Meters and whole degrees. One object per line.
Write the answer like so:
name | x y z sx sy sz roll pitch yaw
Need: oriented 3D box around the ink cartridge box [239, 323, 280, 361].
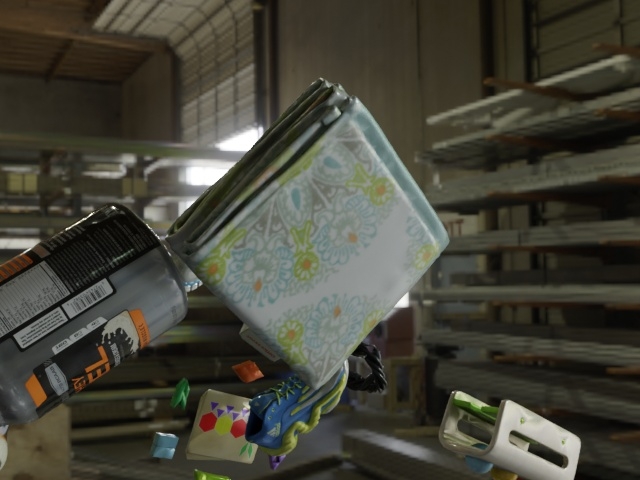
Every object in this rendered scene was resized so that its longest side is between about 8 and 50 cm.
ink cartridge box | -0.104 0.222 2.169 0.127 0.072 0.175 41 -47 -19

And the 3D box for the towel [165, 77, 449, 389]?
towel | 0.000 0.000 1.199 0.090 0.320 0.374 37 -11 50

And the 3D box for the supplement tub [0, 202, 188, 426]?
supplement tub | -0.348 0.104 1.099 0.316 0.194 0.193 -34 12 -24

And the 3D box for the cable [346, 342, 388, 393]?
cable | 0.066 0.258 1.788 0.184 0.151 0.047 0 37 44

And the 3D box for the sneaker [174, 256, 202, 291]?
sneaker | -0.192 0.019 1.505 0.071 0.083 0.190 36 39 11

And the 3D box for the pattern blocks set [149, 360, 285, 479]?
pattern blocks set | -0.189 0.391 1.766 0.324 0.286 0.026 32 -10 -36

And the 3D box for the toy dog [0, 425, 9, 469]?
toy dog | -0.695 0.361 1.425 0.407 0.396 0.284 -30 -21 15

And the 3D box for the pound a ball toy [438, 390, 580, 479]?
pound a ball toy | 0.342 0.396 1.619 0.208 0.136 0.319 1 -24 48

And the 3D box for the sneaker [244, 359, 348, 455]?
sneaker | -0.050 0.290 1.526 0.126 0.240 0.091 24 13 -46
